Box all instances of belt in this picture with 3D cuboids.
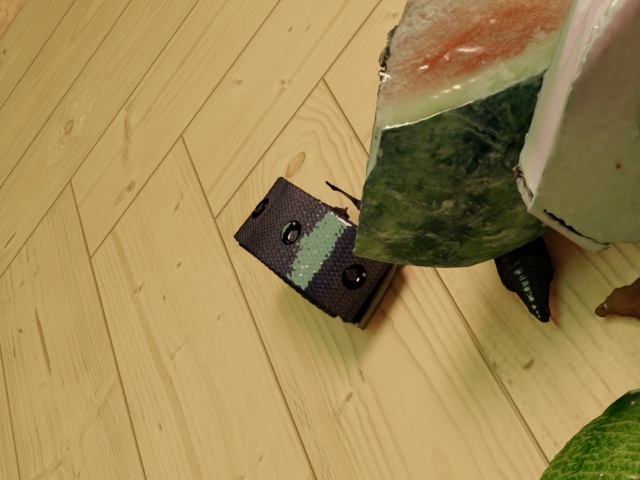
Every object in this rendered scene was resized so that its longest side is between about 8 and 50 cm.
[{"bbox_3d":[0.000,0.000,1.756,0.126,0.140,0.230,-56,28,0],"label":"belt"}]

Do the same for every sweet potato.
[{"bbox_3d":[0.307,0.029,1.326,0.226,0.068,0.068,-24,47,47],"label":"sweet potato"}]

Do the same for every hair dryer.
[{"bbox_3d":[0.165,-0.043,1.579,0.189,0.107,0.352,-41,41,30],"label":"hair dryer"}]

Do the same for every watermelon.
[{"bbox_3d":[0.157,-0.145,1.452,0.387,0.228,0.258,-35,48,3],"label":"watermelon"}]

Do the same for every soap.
[{"bbox_3d":[0.345,-0.177,1.216,0.446,0.261,0.156,-53,15,17],"label":"soap"}]

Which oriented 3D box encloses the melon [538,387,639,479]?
[{"bbox_3d":[0.231,0.250,1.205,0.196,0.124,0.323,-16,54,42],"label":"melon"}]
